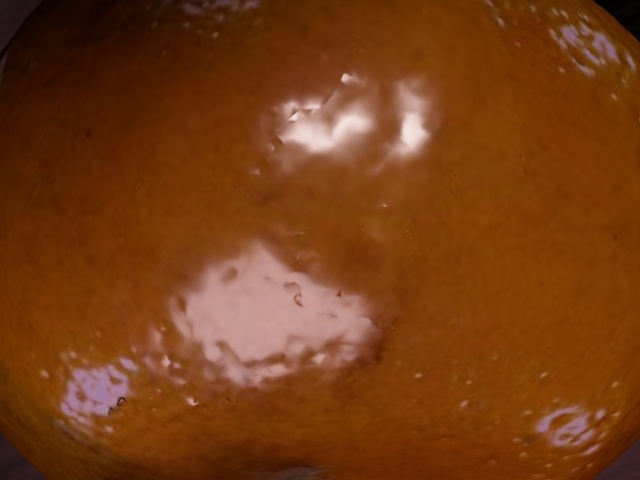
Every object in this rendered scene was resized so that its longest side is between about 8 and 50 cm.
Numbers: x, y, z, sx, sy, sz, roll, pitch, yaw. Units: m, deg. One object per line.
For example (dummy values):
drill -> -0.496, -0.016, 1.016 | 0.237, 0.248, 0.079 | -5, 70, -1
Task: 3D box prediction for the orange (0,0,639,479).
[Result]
orange -> 0.000, 0.000, 0.577 | 0.240, 0.171, 0.240 | -3, 150, -2
